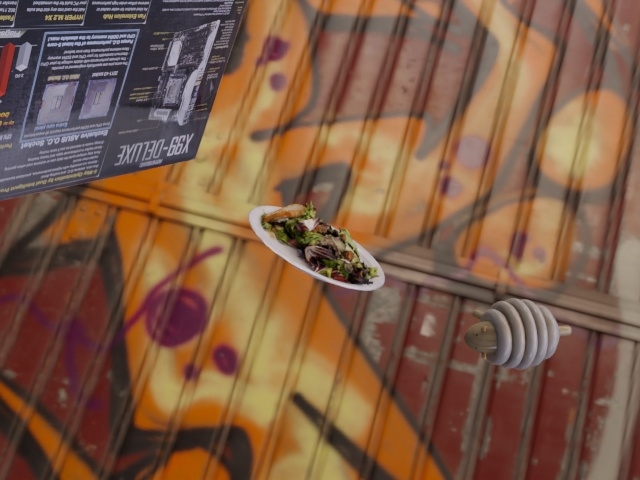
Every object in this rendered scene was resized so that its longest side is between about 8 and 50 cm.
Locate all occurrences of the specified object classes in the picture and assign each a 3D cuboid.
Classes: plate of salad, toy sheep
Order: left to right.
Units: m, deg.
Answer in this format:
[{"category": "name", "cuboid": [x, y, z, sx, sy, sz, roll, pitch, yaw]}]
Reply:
[{"category": "plate of salad", "cuboid": [0.000, 0.000, 1.183, 0.048, 0.199, 0.200, -62, 179, 19]}, {"category": "toy sheep", "cuboid": [0.228, 0.107, 1.040, 0.091, 0.132, 0.091, 172, -90, -75]}]

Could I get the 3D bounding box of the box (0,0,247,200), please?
[{"category": "box", "cuboid": [-0.183, -0.158, 0.676, 0.307, 0.076, 0.242, -22, 141, -53]}]
